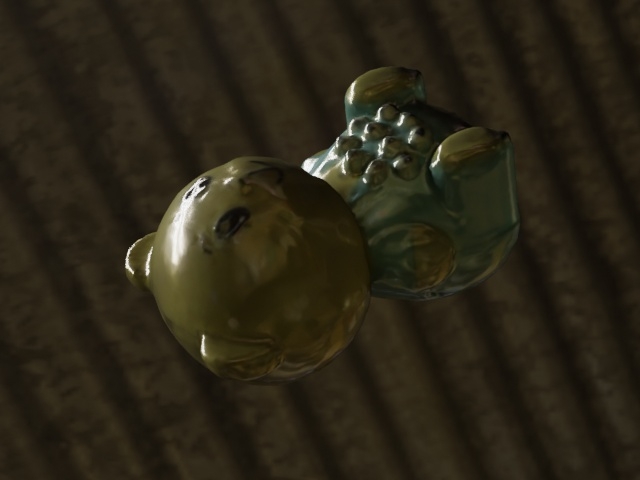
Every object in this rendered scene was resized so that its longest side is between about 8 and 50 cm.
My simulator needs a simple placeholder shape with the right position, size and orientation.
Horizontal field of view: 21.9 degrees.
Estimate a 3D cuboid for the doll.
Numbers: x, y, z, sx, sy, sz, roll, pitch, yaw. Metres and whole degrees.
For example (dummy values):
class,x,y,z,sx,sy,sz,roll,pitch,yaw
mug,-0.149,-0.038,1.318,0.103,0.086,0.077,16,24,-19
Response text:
class,x,y,z,sx,sy,sz,roll,pitch,yaw
doll,0.000,0.000,1.198,0.260,0.177,0.161,-26,-48,-21
